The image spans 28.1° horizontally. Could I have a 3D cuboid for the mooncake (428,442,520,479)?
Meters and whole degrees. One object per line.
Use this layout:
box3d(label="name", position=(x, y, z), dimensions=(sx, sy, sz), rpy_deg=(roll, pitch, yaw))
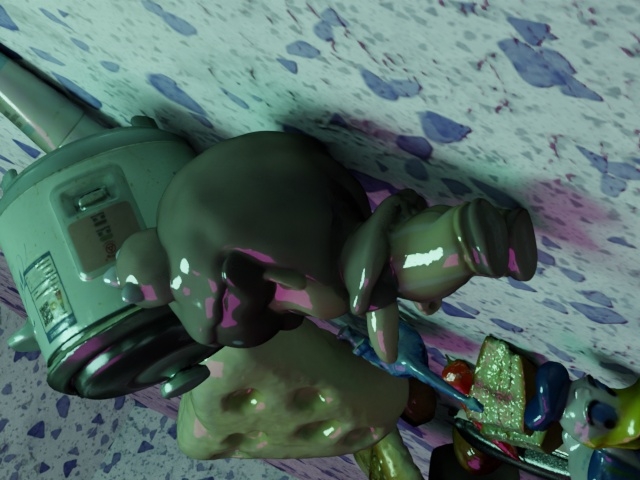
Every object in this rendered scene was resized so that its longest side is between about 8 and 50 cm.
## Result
box3d(label="mooncake", position=(0.252, 0.456, 2.087), dimensions=(0.135, 0.275, 0.275), rpy_deg=(-3, 166, -6))

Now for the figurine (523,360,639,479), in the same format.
box3d(label="figurine", position=(0.340, 0.266, 1.442), dimensions=(0.338, 0.204, 0.283), rpy_deg=(46, 171, -26))

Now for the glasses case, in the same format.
box3d(label="glasses case", position=(0.323, 0.291, 1.742), dimensions=(0.314, 0.075, 0.122), rpy_deg=(15, 173, 40))

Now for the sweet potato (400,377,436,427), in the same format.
box3d(label="sweet potato", position=(0.143, 0.248, 1.976), dimensions=(0.081, 0.062, 0.233), rpy_deg=(43, 170, 9))

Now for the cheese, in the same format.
box3d(label="cheese", position=(-0.023, 0.186, 1.748), dimensions=(0.328, 0.130, 0.351), rpy_deg=(0, 144, -12))

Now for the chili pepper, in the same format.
box3d(label="chili pepper", position=(0.213, 0.228, 1.713), dimensions=(0.045, 0.027, 0.178), rpy_deg=(-39, 81, 36))

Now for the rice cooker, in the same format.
box3d(label="rice cooker", position=(-0.212, 0.037, 1.428), dimensions=(0.316, 0.317, 0.264), rpy_deg=(28, 165, 5))

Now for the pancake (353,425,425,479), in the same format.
box3d(label="pancake", position=(0.104, 0.377, 2.083), dimensions=(0.387, 0.082, 0.387), rpy_deg=(160, 90, -81))

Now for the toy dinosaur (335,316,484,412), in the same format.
box3d(label="toy dinosaur", position=(0.093, 0.135, 1.649), dimensions=(0.144, 0.076, 0.329), rpy_deg=(36, 176, -23))

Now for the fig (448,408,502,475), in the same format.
box3d(label="fig", position=(0.231, 0.299, 1.967), dimensions=(0.125, 0.089, 0.089), rpy_deg=(47, 175, 30))

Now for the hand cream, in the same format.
box3d(label="hand cream", position=(-0.385, -0.191, 1.510), dimensions=(0.312, 0.070, 0.111), rpy_deg=(37, 166, -12))

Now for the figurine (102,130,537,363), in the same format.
box3d(label="figurine", position=(0.001, 0.000, 1.191), dimensions=(0.380, 0.248, 0.203), rpy_deg=(3, 113, 27))

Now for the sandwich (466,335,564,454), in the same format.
box3d(label="sandwich", position=(0.250, 0.213, 1.615), dimensions=(0.090, 0.088, 0.244), rpy_deg=(18, 161, 34))
